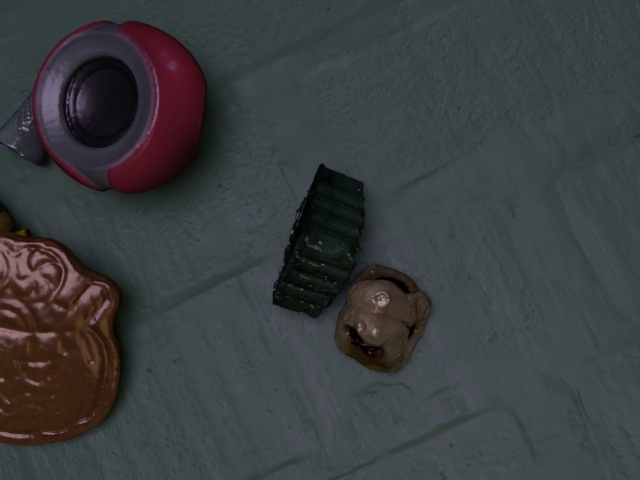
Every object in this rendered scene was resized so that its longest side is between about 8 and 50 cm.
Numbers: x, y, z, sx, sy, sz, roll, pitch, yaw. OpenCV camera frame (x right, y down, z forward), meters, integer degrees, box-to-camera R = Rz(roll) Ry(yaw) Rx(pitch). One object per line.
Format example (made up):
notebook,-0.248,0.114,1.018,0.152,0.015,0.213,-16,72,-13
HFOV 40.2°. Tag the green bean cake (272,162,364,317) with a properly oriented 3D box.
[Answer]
green bean cake,0.000,0.000,1.475,0.107,0.193,0.208,16,47,-8

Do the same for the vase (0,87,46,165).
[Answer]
vase,-0.496,-0.253,1.596,0.096,0.096,0.219,29,83,11

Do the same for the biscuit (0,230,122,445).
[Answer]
biscuit,-0.525,0.169,1.479,0.385,0.062,0.365,10,99,-3

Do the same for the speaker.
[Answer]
speaker,-0.340,-0.225,1.480,0.294,0.294,0.294,-1,81,7

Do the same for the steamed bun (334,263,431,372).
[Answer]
steamed bun,0.097,0.123,1.424,0.141,0.155,0.172,22,84,11

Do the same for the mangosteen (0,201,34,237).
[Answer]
mangosteen,-0.619,-0.018,1.563,0.146,0.181,0.156,-20,54,46
